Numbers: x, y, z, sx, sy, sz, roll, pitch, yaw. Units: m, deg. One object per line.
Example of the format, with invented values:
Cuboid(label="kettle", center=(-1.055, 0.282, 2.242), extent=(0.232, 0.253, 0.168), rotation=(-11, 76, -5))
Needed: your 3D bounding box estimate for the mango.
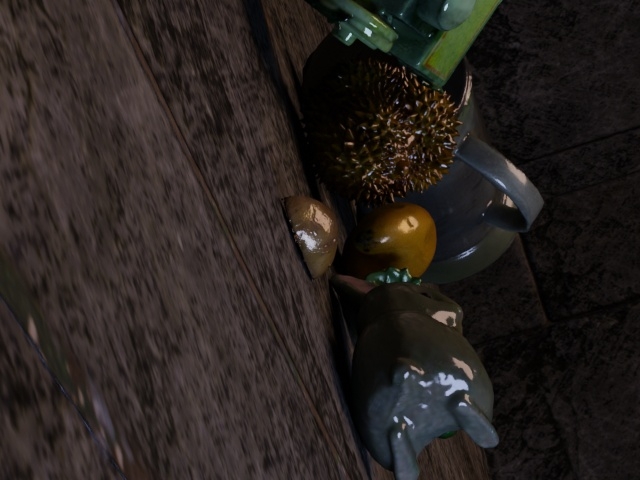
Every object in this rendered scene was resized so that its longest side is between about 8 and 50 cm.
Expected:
Cuboid(label="mango", center=(0.066, 0.005, 1.784), extent=(0.075, 0.098, 0.190), rotation=(60, -8, 15))

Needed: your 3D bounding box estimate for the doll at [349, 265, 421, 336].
Cuboid(label="doll", center=(0.049, 0.074, 1.728), extent=(0.078, 0.076, 0.113), rotation=(44, -25, -3))

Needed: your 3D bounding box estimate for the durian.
Cuboid(label="durian", center=(0.058, -0.106, 1.802), extent=(0.137, 0.158, 0.168), rotation=(-63, -146, 29))

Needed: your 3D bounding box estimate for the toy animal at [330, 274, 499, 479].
Cuboid(label="toy animal", center=(0.072, 0.086, 1.564), extent=(0.251, 0.125, 0.127), rotation=(-110, -152, -57))

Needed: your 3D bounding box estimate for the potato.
Cuboid(label="potato", center=(0.000, 0.000, 1.482), extent=(0.093, 0.036, 0.037), rotation=(68, 4, -51))

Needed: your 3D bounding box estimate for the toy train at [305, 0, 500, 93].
Cuboid(label="toy train", center=(0.042, -0.267, 1.728), extent=(0.272, 0.159, 0.188), rotation=(36, 5, 28))

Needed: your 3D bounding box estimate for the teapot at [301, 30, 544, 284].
Cuboid(label="teapot", center=(0.122, -0.094, 2.025), extent=(0.270, 0.200, 0.337), rotation=(30, -13, 26))
